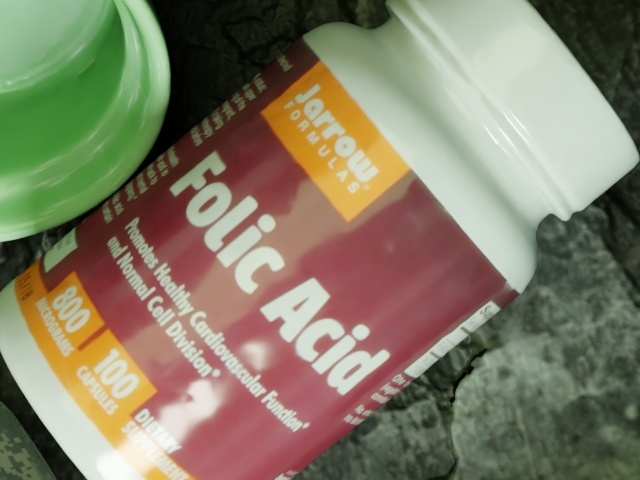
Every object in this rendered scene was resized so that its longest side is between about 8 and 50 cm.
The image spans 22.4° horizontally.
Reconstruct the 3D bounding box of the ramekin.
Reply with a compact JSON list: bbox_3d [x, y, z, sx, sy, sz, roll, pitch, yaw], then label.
[{"bbox_3d":[-0.256,-0.153,1.109,0.303,0.303,0.148,-17,45,10],"label":"ramekin"}]

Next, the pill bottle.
[{"bbox_3d":[0.000,0.000,1.067,0.392,0.224,0.224,-40,76,5],"label":"pill bottle"}]

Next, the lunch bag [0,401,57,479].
[{"bbox_3d":[-0.288,0.292,1.110,0.256,0.212,0.305,-42,74,22],"label":"lunch bag"}]
